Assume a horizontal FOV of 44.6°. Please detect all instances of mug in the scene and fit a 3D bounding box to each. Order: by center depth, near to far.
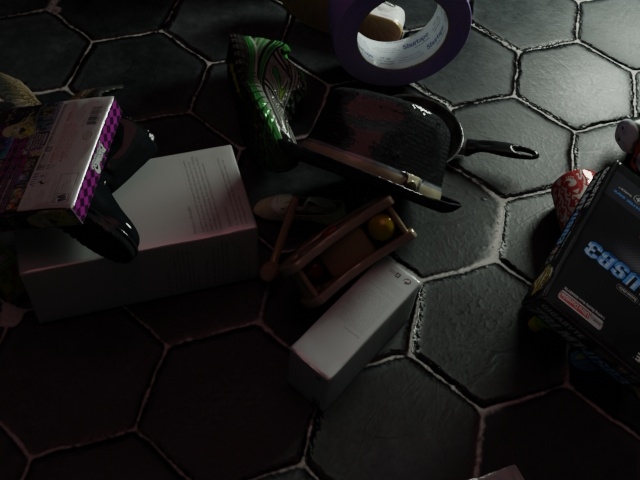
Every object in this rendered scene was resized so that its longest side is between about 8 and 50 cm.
[{"bbox_3d":[0.486,-0.027,1.406,0.113,0.150,0.169,-25,47,23],"label":"mug"}]

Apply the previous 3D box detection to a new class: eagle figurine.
[{"bbox_3d":[-0.482,-0.215,1.384,0.225,0.226,0.298,-23,52,17],"label":"eagle figurine"}]

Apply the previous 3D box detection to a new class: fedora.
[{"bbox_3d":[0.102,-0.165,1.322,0.334,0.334,0.152,21,95,10],"label":"fedora"}]

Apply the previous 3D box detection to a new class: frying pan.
[{"bbox_3d":[0.242,-0.212,1.532,0.326,0.053,0.197,-4,55,-10],"label":"frying pan"}]

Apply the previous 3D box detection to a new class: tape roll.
[{"bbox_3d":[0.155,-0.436,1.547,0.275,0.274,0.090,-5,55,-8],"label":"tape roll"}]

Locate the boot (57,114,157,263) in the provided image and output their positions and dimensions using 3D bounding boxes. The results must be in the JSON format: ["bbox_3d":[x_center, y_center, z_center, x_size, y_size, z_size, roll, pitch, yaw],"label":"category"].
[{"bbox_3d":[-0.317,-0.094,1.183,0.247,0.094,0.207,26,58,24],"label":"boot"}]

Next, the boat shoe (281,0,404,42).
[{"bbox_3d":[0.051,-0.512,1.707,0.277,0.098,0.096,20,54,-2],"label":"boat shoe"}]

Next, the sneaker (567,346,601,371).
[{"bbox_3d":[0.474,0.151,1.293,0.188,0.067,0.078,-32,43,-23],"label":"sneaker"}]

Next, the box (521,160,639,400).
[{"bbox_3d":[0.506,0.073,1.241,0.295,0.073,0.293,39,65,-4],"label":"box"}]

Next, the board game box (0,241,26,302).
[{"bbox_3d":[-0.558,0.013,1.277,0.181,0.092,0.043,38,60,20],"label":"board game box"}]

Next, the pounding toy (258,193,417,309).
[{"bbox_3d":[0.000,0.000,1.233,0.270,0.154,0.154,-32,98,16],"label":"pounding toy"}]

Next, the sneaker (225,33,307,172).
[{"bbox_3d":[-0.086,-0.277,1.501,0.146,0.134,0.343,-5,57,-14],"label":"sneaker"}]

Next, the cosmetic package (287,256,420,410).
[{"bbox_3d":[0.052,0.143,1.222,0.085,0.117,0.231,37,58,21],"label":"cosmetic package"}]

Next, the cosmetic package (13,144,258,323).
[{"bbox_3d":[-0.301,-0.016,1.282,0.366,0.155,0.196,-11,56,-11],"label":"cosmetic package"}]

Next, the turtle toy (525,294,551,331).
[{"bbox_3d":[0.396,0.095,1.308,0.066,0.095,0.130,17,53,-19],"label":"turtle toy"}]

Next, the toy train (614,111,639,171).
[{"bbox_3d":[0.747,-0.203,1.526,0.334,0.142,0.190,-13,44,-11],"label":"toy train"}]

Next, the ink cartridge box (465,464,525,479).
[{"bbox_3d":[0.222,0.433,1.082,0.232,0.066,0.189,-5,52,-34],"label":"ink cartridge box"}]

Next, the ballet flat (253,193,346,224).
[{"bbox_3d":[-0.036,-0.063,1.400,0.168,0.052,0.057,5,54,-1],"label":"ballet flat"}]

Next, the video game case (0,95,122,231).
[{"bbox_3d":[-0.415,-0.111,1.129,0.210,0.041,0.232,-5,49,12],"label":"video game case"}]
